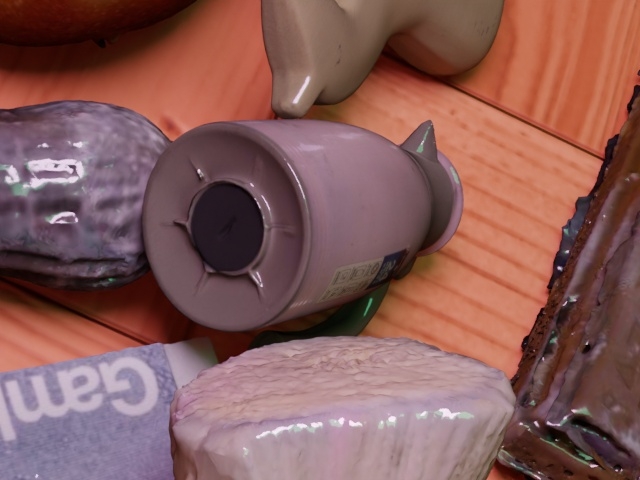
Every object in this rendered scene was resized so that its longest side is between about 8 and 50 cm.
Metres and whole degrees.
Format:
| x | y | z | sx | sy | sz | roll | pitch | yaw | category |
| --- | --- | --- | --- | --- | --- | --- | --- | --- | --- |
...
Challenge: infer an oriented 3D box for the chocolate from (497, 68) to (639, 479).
| x | y | z | sx | sy | sz | roll | pitch | yaw | category |
| --- | --- | --- | --- | --- | --- | --- | --- | --- | --- |
| 0.194 | 0.012 | 1.173 | 0.102 | 0.065 | 0.329 | 31 | 55 | -4 | chocolate |

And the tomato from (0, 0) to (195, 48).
| x | y | z | sx | sy | sz | roll | pitch | yaw | category |
| --- | --- | --- | --- | --- | --- | --- | --- | --- | --- |
| -0.144 | -0.262 | 1.068 | 0.303 | 0.239 | 0.304 | 7 | 60 | -13 | tomato |

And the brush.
| x | y | z | sx | sy | sz | roll | pitch | yaw | category |
| --- | --- | --- | --- | --- | --- | --- | --- | --- | --- |
| -0.040 | 0.147 | 0.917 | 0.266 | 0.174 | 0.166 | -9 | 104 | -19 | brush |

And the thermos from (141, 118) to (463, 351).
| x | y | z | sx | sy | sz | roll | pitch | yaw | category |
| --- | --- | --- | --- | --- | --- | --- | --- | --- | --- |
| 0.000 | 0.000 | 1.055 | 0.105 | 0.137 | 0.193 | 21 | 17 | 29 | thermos |

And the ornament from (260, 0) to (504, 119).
| x | y | z | sx | sy | sz | roll | pitch | yaw | category |
| --- | --- | --- | --- | --- | --- | --- | --- | --- | --- |
| 0.038 | -0.164 | 1.132 | 0.230 | 0.061 | 0.245 | 28 | 67 | -57 | ornament |

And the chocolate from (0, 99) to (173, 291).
| x | y | z | sx | sy | sz | roll | pitch | yaw | category |
| --- | --- | --- | --- | --- | --- | --- | --- | --- | --- |
| -0.183 | -0.024 | 1.014 | 0.248 | 0.110 | 0.110 | 5 | 63 | -22 | chocolate |

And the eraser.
| x | y | z | sx | sy | sz | roll | pitch | yaw | category |
| --- | --- | --- | --- | --- | --- | --- | --- | --- | --- |
| -0.144 | 0.110 | 0.993 | 0.212 | 0.046 | 0.092 | -11 | 68 | -26 | eraser |
